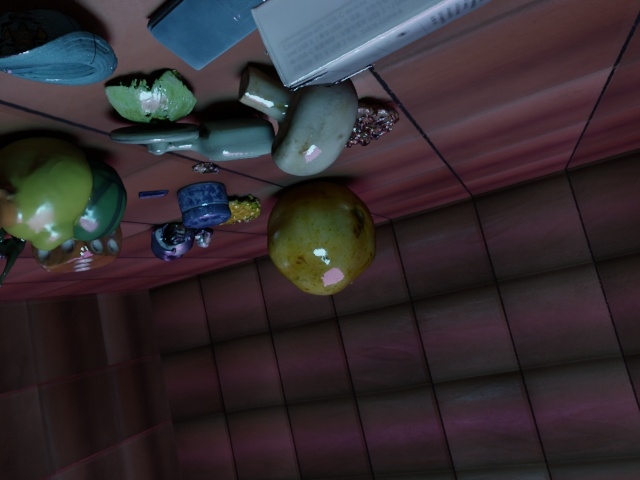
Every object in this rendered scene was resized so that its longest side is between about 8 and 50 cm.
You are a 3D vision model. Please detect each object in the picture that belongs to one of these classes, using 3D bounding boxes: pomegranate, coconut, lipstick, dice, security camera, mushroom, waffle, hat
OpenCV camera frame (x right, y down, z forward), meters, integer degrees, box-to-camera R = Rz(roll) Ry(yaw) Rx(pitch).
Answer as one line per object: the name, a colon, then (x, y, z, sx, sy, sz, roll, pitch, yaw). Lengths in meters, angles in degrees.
pomegranate: (0.000, 0.000, 1.656, 0.417, 0.416, 0.416, -13, 172, -2)
coconut: (-0.275, -0.233, 0.793, 0.133, 0.055, 0.158, -18, 172, 41)
lipstick: (-0.121, -0.260, 0.980, 0.019, 0.018, 0.094, -13, 173, -1)
dice: (-0.671, -0.013, 1.300, 0.179, 0.174, 0.174, -18, 171, 13)
security camera: (-0.238, -0.190, 0.898, 0.302, 0.080, 0.157, -10, -157, -26)
mushroom: (-0.046, -0.227, 0.831, 0.215, 0.207, 0.207, 24, 158, -20)
waffle: (-0.343, -0.093, 1.674, 0.263, 0.060, 0.280, -14, 172, 8)
waffle: (0.067, -0.270, 1.110, 0.235, 0.055, 0.221, -5, 172, -20)
hat: (-0.337, -0.241, 0.575, 0.138, 0.077, 0.191, -5, -169, -1)

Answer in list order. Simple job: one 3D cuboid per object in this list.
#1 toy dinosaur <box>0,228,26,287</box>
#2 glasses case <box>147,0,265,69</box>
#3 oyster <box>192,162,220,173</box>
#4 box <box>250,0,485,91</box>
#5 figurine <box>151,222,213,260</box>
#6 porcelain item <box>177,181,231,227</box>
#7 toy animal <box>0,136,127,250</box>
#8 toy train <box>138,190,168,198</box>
toy dinosaur: (-0.904, 0.053, 1.367, 0.087, 0.178, 0.187, -6, 172, -37)
glasses case: (-0.092, -0.303, 0.581, 0.266, 0.056, 0.105, -18, 171, 35)
oyster: (-0.296, -0.185, 1.235, 0.054, 0.019, 0.083, -17, 172, 24)
box: (0.074, -0.279, 0.559, 0.252, 0.106, 0.203, -20, -169, 22)
figurine: (-0.530, -0.002, 1.775, 0.222, 0.145, 0.145, -10, 172, -33)
porcelain item: (-0.348, -0.101, 1.410, 0.147, 0.114, 0.147, -13, 173, -2)
toy animal: (-0.511, -0.096, 0.900, 0.191, 0.216, 0.338, -43, 168, 13)
toy train: (-0.475, -0.132, 1.338, 0.083, 0.017, 0.017, -9, 173, -30)
